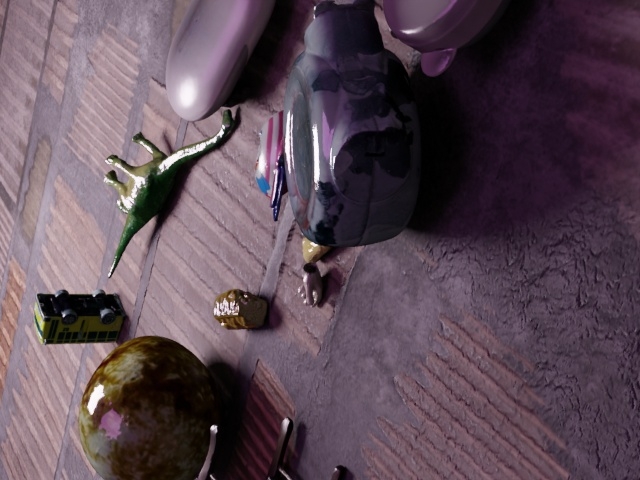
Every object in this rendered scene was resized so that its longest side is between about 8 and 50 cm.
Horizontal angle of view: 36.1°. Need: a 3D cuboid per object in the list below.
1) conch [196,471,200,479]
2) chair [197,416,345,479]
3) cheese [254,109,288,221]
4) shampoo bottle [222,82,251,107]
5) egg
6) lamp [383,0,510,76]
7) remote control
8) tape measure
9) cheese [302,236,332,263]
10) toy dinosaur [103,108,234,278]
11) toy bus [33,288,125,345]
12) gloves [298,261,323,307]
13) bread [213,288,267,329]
[{"bbox_3d":[-0.152,0.487,1.554,0.080,0.086,0.233,7,94,56],"label":"conch"},{"bbox_3d":[-0.094,0.439,1.417,0.186,0.160,0.319,32,112,47],"label":"chair"},{"bbox_3d":[-0.063,-0.113,1.449,0.244,0.062,0.155,-93,13,-61],"label":"cheese"},{"bbox_3d":[-0.161,-0.252,1.699,0.137,0.027,0.048,5,82,56],"label":"shampoo bottle"},{"bbox_3d":[-0.280,0.283,1.640,0.238,0.238,0.289,-58,24,35],"label":"egg"},{"bbox_3d":[0.169,-0.320,1.142,0.246,0.107,0.179,-60,39,25],"label":"lamp"},{"bbox_3d":[-0.168,-0.353,1.636,0.332,0.103,0.221,-57,35,24],"label":"remote control"},{"bbox_3d":[0.041,-0.125,1.238,0.275,0.147,0.256,105,159,-58],"label":"tape measure"},{"bbox_3d":[0.000,0.000,1.429,0.083,0.030,0.044,-48,55,50],"label":"cheese"},{"bbox_3d":[-0.292,-0.081,1.857,0.300,0.087,0.447,30,118,34],"label":"toy dinosaur"},{"bbox_3d":[-0.506,0.163,2.040,0.088,0.175,0.101,56,134,43],"label":"toy bus"},{"bbox_3d":[-0.013,0.064,1.433,0.044,0.037,0.081,-71,-7,-53],"label":"gloves"},{"bbox_3d":[-0.135,0.112,1.596,0.110,0.060,0.066,-11,107,56],"label":"bread"}]
